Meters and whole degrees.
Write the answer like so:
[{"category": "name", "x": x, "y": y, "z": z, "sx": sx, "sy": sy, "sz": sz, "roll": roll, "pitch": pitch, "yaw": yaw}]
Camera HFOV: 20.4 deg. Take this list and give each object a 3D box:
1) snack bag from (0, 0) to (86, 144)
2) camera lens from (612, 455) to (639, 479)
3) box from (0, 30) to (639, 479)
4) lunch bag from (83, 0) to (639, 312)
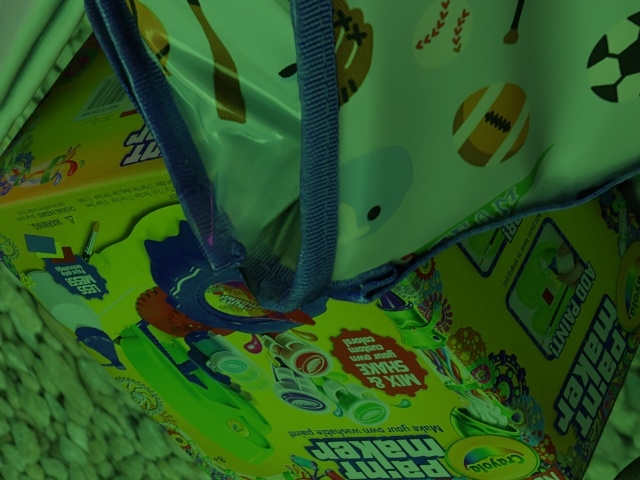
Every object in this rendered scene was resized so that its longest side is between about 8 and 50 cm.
[{"category": "snack bag", "x": -0.169, "y": -0.261, "z": 1.030, "sx": 0.323, "sy": 0.037, "sz": 0.343, "roll": -47, "pitch": 46, "yaw": 51}, {"category": "camera lens", "x": 0.283, "y": 0.245, "z": 1.017, "sx": 0.274, "sy": 0.219, "sz": 0.219, "roll": 13, "pitch": 129, "yaw": 34}, {"category": "box", "x": 0.000, "y": 0.000, "z": 1.059, "sx": 0.290, "sy": 0.177, "sz": 0.279, "roll": -10, "pitch": 130, "yaw": 44}, {"category": "lunch bag", "x": 0.057, "y": -0.197, "z": 0.739, "sx": 0.239, "sy": 0.328, "sz": 0.385, "roll": 17, "pitch": 127, "yaw": 59}]
